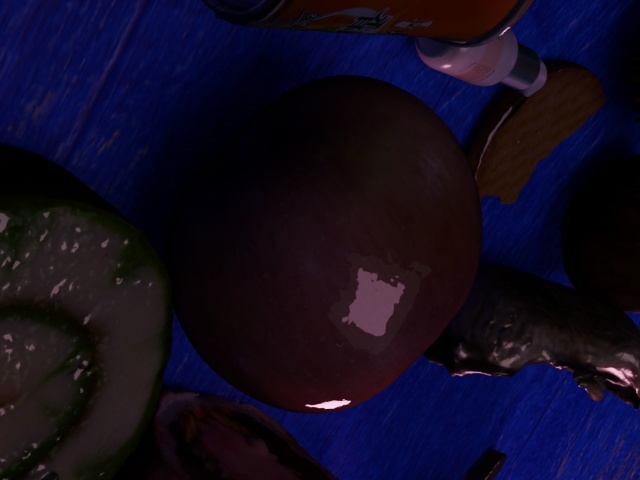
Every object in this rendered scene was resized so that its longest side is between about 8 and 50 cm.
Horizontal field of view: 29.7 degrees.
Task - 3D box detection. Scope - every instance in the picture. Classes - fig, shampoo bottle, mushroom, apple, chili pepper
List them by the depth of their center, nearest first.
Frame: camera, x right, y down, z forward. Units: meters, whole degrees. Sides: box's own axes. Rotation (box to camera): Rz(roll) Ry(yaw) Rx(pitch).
[{"bbox_3d":[0.000,0.000,1.095,0.306,0.306,0.235,-45,116,-10],"label":"apple"},{"bbox_3d":[-0.133,0.335,1.247,0.305,0.229,0.251,-59,157,6],"label":"chili pepper"},{"bbox_3d":[0.180,-0.199,1.285,0.192,0.074,0.074,10,110,-47],"label":"shampoo bottle"},{"bbox_3d":[0.274,0.115,1.479,0.344,0.247,0.130,14,97,-30],"label":"mushroom"},{"bbox_3d":[0.471,0.030,1.548,0.217,0.321,0.217,-31,139,-31],"label":"fig"}]

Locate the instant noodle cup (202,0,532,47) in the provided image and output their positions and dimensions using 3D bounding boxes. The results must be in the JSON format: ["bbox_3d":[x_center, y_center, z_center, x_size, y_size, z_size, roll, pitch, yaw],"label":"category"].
[{"bbox_3d":[0.024,-0.287,0.925,0.214,0.296,0.296,-10,124,-31],"label":"instant noodle cup"}]

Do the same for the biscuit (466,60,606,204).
[{"bbox_3d":[0.257,-0.130,1.447,0.228,0.031,0.176,-16,129,-39],"label":"biscuit"}]

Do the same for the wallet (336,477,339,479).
[{"bbox_3d":[-0.026,0.421,1.543,0.124,0.025,0.244,-34,140,-48],"label":"wallet"}]

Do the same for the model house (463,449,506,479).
[{"bbox_3d":[0.222,0.430,1.686,0.278,0.218,0.205,-47,142,-16],"label":"model house"}]

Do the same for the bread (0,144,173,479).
[{"bbox_3d":[-0.295,0.104,0.988,0.366,0.129,0.382,-42,139,-14],"label":"bread"}]

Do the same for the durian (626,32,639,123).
[{"bbox_3d":[0.501,-0.205,1.499,0.291,0.225,0.291,13,71,-41],"label":"durian"}]
